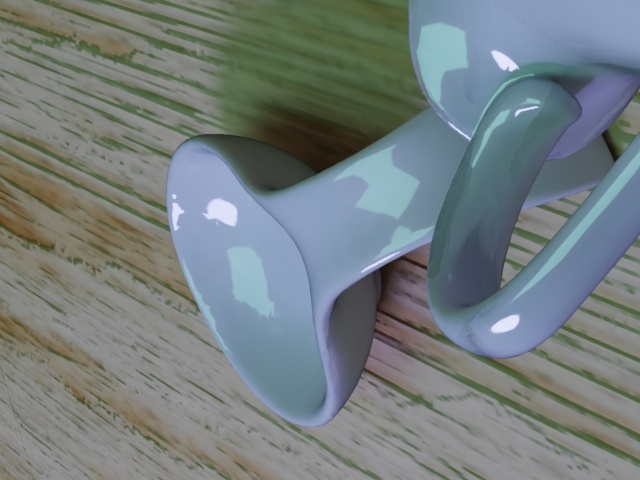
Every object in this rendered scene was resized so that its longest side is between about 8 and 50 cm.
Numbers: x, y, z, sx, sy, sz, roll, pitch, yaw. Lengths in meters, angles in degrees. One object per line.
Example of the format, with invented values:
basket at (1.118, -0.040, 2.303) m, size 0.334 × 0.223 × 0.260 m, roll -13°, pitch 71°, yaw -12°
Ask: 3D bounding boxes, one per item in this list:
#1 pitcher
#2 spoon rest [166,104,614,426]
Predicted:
pitcher at (0.092, -0.066, 0.377) m, size 0.207 × 0.126 × 0.177 m, roll -24°, pitch 51°, yaw 63°
spoon rest at (0.000, 0.000, 0.650) m, size 0.137 × 0.084 × 0.276 m, roll 64°, pitch 150°, yaw 3°
